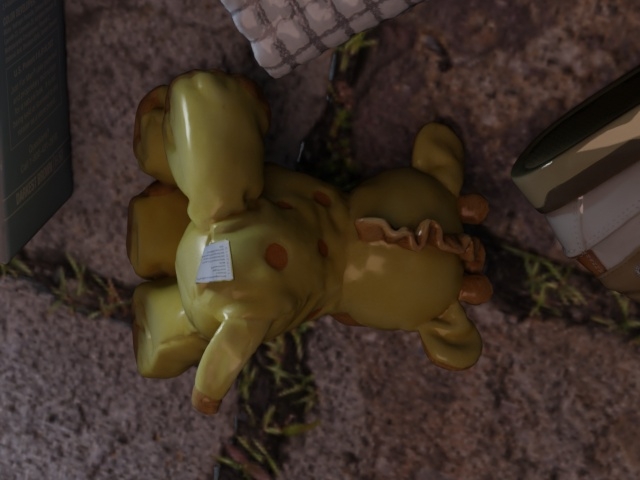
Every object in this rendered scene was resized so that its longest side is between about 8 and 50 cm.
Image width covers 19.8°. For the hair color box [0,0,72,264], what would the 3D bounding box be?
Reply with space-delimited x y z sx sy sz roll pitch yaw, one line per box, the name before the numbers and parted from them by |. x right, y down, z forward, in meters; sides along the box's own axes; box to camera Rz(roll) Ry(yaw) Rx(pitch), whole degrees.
hair color box | -0.245 -0.186 0.989 0.185 0.113 0.374 6 115 12

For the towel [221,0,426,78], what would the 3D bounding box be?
towel | 0.010 -0.256 0.886 0.235 0.121 0.284 -29 107 17

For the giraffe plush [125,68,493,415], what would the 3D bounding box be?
giraffe plush | 0.000 0.000 0.990 0.170 0.210 0.181 0 104 -20

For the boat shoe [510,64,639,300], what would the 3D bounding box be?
boat shoe | 0.244 -0.070 0.913 0.302 0.113 0.103 -30 104 35
